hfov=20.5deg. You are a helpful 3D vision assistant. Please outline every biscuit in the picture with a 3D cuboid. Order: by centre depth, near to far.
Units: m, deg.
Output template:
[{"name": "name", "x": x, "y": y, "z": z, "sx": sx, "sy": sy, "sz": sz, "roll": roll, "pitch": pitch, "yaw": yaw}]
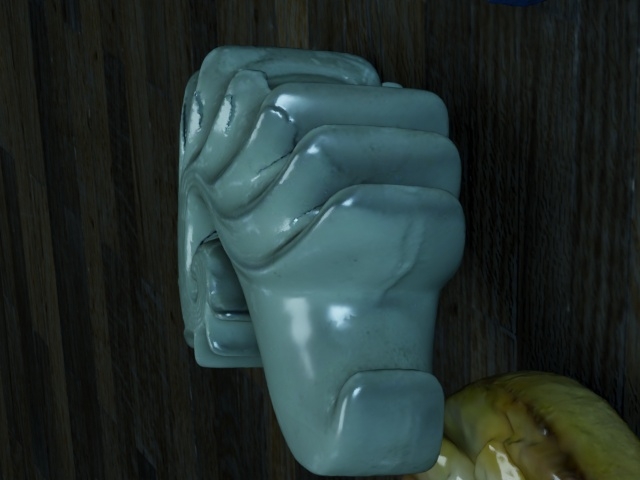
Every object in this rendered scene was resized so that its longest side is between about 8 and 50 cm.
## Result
[{"name": "biscuit", "x": 0.160, "y": 0.230, "z": 1.191, "sx": 0.296, "sy": 0.102, "sz": 0.296, "roll": 34, "pitch": 130, "yaw": 54}]

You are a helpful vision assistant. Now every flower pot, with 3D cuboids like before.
[{"name": "flower pot", "x": 0.000, "y": 0.000, "z": 1.279, "sx": 0.367, "sy": 0.164, "sz": 0.254, "roll": -144, "pitch": 58, "yaw": -68}]

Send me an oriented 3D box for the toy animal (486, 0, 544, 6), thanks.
[{"name": "toy animal", "x": 0.155, "y": -0.238, "z": 0.995, "sx": 0.255, "sy": 0.176, "sz": 0.239, "roll": -42, "pitch": 62, "yaw": 24}]
